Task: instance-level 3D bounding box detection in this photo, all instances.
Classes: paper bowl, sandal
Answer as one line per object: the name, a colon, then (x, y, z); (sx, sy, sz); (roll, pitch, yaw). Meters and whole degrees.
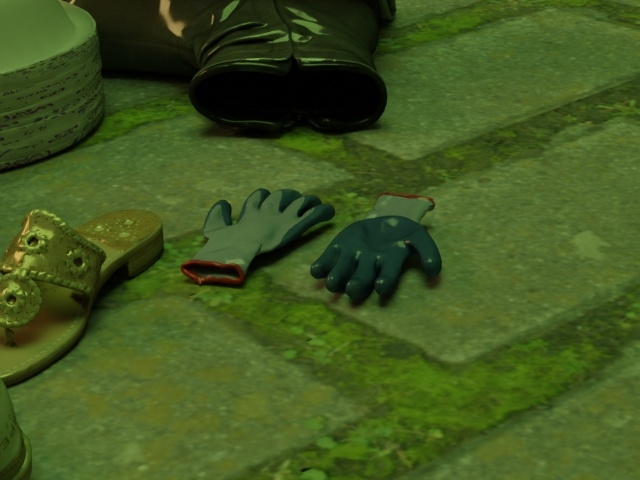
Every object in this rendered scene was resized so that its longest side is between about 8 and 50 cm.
paper bowl: (-0.344, -0.172, 1.346); (0.284, 0.148, 0.284); (-2, 25, 1)
sandal: (-0.186, 0.009, 1.024); (0.088, 0.079, 0.240); (9, 27, 21)

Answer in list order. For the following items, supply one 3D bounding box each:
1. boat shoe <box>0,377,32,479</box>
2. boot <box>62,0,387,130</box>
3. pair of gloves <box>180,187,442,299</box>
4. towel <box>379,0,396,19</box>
boat shoe: (-0.278, 0.079, 0.895); (0.104, 0.089, 0.285); (-45, 40, -20)
boot: (-0.105, -0.183, 1.403); (0.338, 0.118, 0.222); (-3, 30, 6)
pair of gloves: (0.000, 0.000, 1.104); (0.198, 0.023, 0.159); (7, 28, 19)
towel: (-0.087, -0.299, 1.524); (0.317, 0.053, 0.332); (3, -10, 9)
